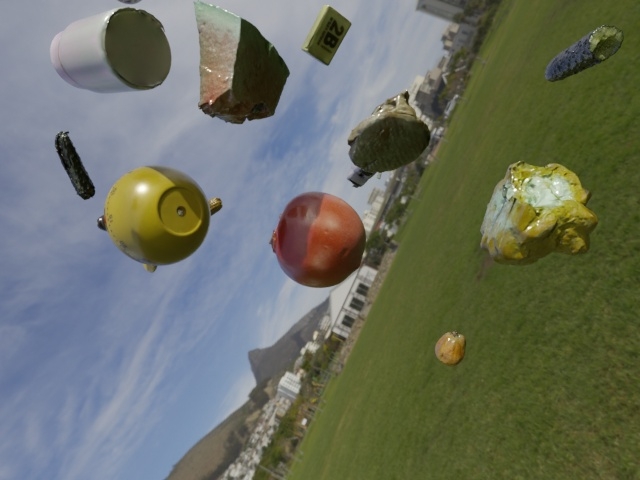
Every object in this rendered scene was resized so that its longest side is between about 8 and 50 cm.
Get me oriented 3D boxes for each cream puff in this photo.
[{"bbox_3d":[0.619,-0.048,1.173,0.275,0.269,0.324,107,-172,-50],"label":"cream puff"}]

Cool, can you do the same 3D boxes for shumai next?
[{"bbox_3d":[0.154,-0.262,0.972,0.201,0.201,0.120,103,160,-55],"label":"shumai"}]

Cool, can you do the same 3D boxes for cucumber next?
[{"bbox_3d":[0.644,-0.458,1.017,0.081,0.072,0.303,-32,4,15],"label":"cucumber"},{"bbox_3d":[-0.642,-0.194,1.060,0.053,0.053,0.182,-48,-55,-64],"label":"cucumber"}]

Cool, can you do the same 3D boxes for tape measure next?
[{"bbox_3d":[0.195,-0.312,1.570,0.196,0.105,0.178,-64,11,-15],"label":"tape measure"}]

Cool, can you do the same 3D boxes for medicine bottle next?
[{"bbox_3d":[-0.634,-0.553,1.214,0.213,0.378,0.214,-21,-63,-50],"label":"medicine bottle"}]

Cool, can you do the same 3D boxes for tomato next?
[{"bbox_3d":[0.000,0.000,1.347,0.322,0.321,0.321,-63,-8,-17],"label":"tomato"}]

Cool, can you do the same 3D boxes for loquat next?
[{"bbox_3d":[0.504,0.416,1.568,0.137,0.112,0.137,-37,-38,-36],"label":"loquat"}]

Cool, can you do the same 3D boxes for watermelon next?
[{"bbox_3d":[-0.196,-0.454,1.066,0.264,0.151,0.303,11,-106,-71],"label":"watermelon"}]

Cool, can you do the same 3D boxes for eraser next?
[{"bbox_3d":[0.022,-0.741,1.474,0.172,0.117,0.058,-57,34,18],"label":"eraser"}]

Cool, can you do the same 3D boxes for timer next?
[{"bbox_3d":[-0.574,-0.076,1.398,0.386,0.376,0.376,-7,43,45],"label":"timer"}]

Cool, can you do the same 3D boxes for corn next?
[{"bbox_3d":[-0.512,-0.120,1.757,0.207,0.068,0.068,-32,-3,10],"label":"corn"}]

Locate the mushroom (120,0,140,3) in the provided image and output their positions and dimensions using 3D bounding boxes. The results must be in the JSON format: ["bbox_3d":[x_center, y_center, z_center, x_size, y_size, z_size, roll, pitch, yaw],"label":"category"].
[{"bbox_3d":[-0.563,-0.834,1.230,0.255,0.184,0.255,-46,34,46],"label":"mushroom"}]
